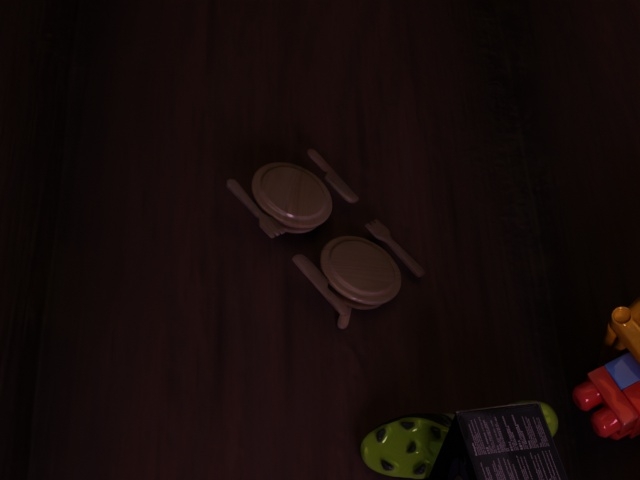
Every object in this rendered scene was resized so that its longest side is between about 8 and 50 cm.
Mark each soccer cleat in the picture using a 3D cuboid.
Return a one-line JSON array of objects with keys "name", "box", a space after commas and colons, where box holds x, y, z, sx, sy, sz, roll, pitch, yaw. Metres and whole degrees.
[{"name": "soccer cleat", "box": [0.126, 0.181, 1.225, 0.179, 0.072, 0.060, -11, 76, 6]}]

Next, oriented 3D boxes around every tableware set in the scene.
[{"name": "tableware set", "box": [0.000, 0.000, 1.363, 0.128, 0.039, 0.194, -24, 64, -41]}]

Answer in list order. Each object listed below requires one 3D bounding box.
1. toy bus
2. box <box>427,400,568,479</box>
[{"name": "toy bus", "box": [0.350, 0.142, 1.253, 0.211, 0.149, 0.220, -29, 63, -14]}, {"name": "box", "box": [0.154, 0.249, 1.113, 0.078, 0.147, 0.180, -5, 52, -15]}]
